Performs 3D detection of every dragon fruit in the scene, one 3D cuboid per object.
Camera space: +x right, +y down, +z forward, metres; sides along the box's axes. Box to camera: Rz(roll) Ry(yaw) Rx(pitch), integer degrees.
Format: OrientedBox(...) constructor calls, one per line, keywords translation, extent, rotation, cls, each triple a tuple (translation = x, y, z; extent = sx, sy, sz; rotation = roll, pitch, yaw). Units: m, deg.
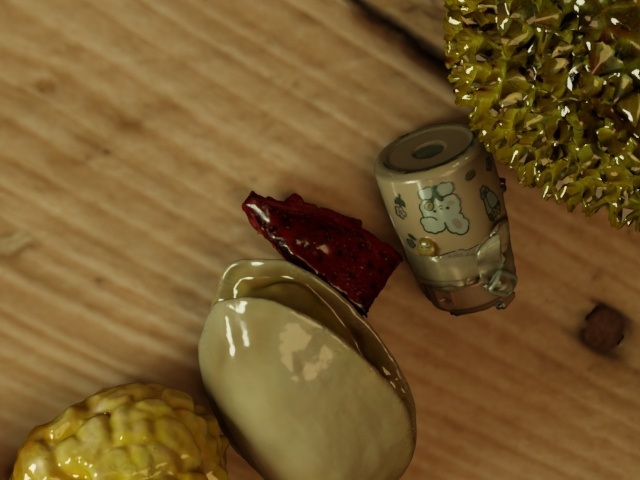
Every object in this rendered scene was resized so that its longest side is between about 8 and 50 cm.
OrientedBox(translation=(0.003, -0.002, 1.307), extent=(0.131, 0.097, 0.063), rotation=(40, 84, -6), cls="dragon fruit")

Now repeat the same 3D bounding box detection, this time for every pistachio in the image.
OrientedBox(translation=(-0.013, 0.110, 1.289), extent=(0.152, 0.126, 0.223), rotation=(-17, 122, 27), cls="pistachio")

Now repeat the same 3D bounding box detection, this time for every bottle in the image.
OrientedBox(translation=(0.105, -0.006, 1.331), extent=(0.099, 0.099, 0.152), rotation=(-26, 115, -15), cls="bottle")

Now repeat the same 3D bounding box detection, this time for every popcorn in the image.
OrientedBox(translation=(-0.143, 0.191, 1.259), extent=(0.170, 0.180, 0.180), rotation=(-53, 126, -46), cls="popcorn")

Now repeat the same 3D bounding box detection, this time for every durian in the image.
OrientedBox(translation=(0.216, -0.132, 1.213), extent=(0.258, 0.258, 0.293), rotation=(-33, 106, -11), cls="durian")
